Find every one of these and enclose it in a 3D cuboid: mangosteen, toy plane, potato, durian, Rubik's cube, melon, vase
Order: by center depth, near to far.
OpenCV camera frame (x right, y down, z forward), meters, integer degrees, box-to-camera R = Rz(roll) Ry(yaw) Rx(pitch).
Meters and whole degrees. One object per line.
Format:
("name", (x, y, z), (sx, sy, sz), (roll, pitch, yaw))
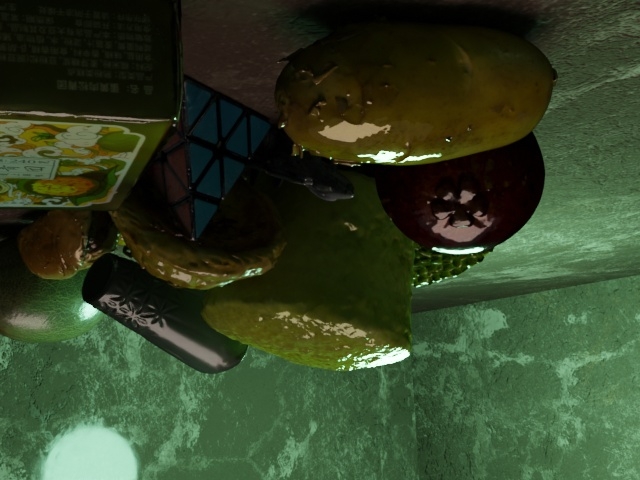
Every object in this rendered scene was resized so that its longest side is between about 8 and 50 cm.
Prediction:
("potato", (0.095, -0.153, 0.937), (0.300, 0.140, 0.173), (-5, 163, -18))
("mangosteen", (0.176, -0.101, 1.152), (0.215, 0.215, 0.257), (-4, -155, 7))
("Rubik's cube", (-0.157, -0.148, 1.182), (0.178, 0.211, 0.190), (-20, -144, -38))
("toy plane", (-0.022, -0.106, 1.224), (0.212, 0.088, 0.267), (2, -173, -29))
("vase", (-0.304, 0.126, 1.684), (0.301, 0.156, 0.251), (33, 178, -38))
("durian", (0.244, 0.001, 1.824), (0.169, 0.158, 0.355), (-16, -179, -41))
("melon", (-0.595, 0.098, 1.890), (0.237, 0.238, 0.301), (-12, 168, 43))

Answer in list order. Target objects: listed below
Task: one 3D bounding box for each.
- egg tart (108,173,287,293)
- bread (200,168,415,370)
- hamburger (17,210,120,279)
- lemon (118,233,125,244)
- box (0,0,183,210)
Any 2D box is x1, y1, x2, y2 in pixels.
("egg tart", (-0.190, -0.024, 1.265), (0.290, 0.290, 0.115), (6, 124, -40))
("bread", (0.001, 0.046, 1.462), (0.348, 0.308, 0.348), (14, 166, 4))
("hamburger", (-0.489, 0.005, 1.700), (0.124, 0.131, 0.262), (6, 162, -41))
("lemon", (-0.388, -0.022, 1.754), (0.065, 0.065, 0.092), (2, 164, -25))
("box", (-0.378, -0.136, 0.915), (0.420, 0.138, 0.373), (0, 170, -21))
